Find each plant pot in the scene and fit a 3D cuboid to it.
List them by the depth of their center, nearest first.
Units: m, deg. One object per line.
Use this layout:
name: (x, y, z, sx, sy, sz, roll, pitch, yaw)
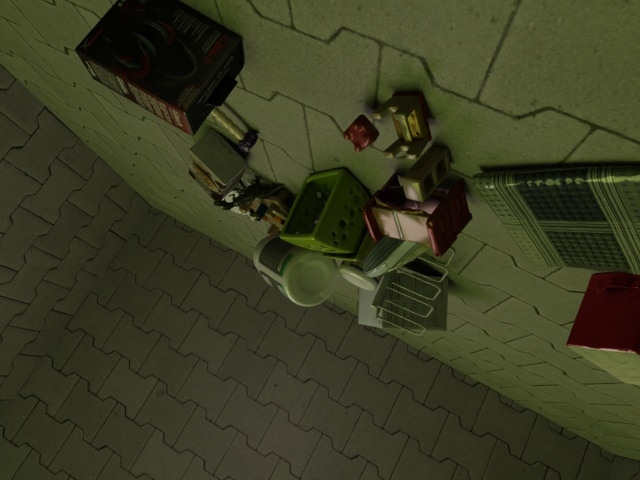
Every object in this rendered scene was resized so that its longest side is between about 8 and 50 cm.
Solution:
plant pot: (0.042, -0.060, 1.347, 0.207, 0.228, 0.227, 31, 166, -28)

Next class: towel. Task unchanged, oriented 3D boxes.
towel: (0.509, -0.038, 0.879, 0.324, 0.056, 0.312, 42, 158, -32)

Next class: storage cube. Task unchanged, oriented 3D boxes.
storage cube: (0.703, 0.195, 0.970, 0.215, 0.193, 0.183, 31, 165, -8)

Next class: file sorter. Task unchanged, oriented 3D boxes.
file sorter: (0.293, 0.136, 1.408, 0.173, 0.277, 0.193, 22, 164, 13)

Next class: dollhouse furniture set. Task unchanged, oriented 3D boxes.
dollhouse furniture set: (0.185, -0.156, 0.976, 0.201, 0.152, 0.374, 17, 143, 43)

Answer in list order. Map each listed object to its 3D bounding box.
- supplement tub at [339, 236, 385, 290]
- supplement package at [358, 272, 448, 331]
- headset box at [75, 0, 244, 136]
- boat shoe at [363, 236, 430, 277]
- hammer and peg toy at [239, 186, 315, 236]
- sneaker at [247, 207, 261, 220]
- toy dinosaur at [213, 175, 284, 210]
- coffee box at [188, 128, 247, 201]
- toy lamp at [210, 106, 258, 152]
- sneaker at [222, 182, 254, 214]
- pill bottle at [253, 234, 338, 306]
supplement tub: (0.167, 0.054, 1.509, 0.144, 0.199, 0.144, 28, 166, 8)
supplement package: (0.303, 0.224, 1.639, 0.263, 0.198, 0.199, 6, 172, -19)
headset box: (-0.323, -0.386, 0.961, 0.293, 0.218, 0.110, 31, 165, 1)
boat shoe: (0.239, 0.024, 1.251, 0.094, 0.109, 0.302, 28, 133, -21)
hammer and peg toy: (-0.141, -0.100, 1.739, 0.361, 0.127, 0.266, 13, 156, 47)
sneaker: (-0.246, -0.097, 1.660, 0.035, 0.031, 0.083, 13, 163, 14)
toy dinosaur: (-0.267, -0.180, 1.671, 0.118, 0.268, 0.064, -108, -2, -52)
coffee box: (-0.382, -0.262, 1.620, 0.168, 0.119, 0.297, 45, 163, -6)
toy lamp: (-0.296, -0.366, 1.261, 0.080, 0.080, 0.275, 12, 160, 49)
sneaker: (-0.369, -0.206, 1.885, 0.118, 0.110, 0.292, 4, 152, 41)
pill bottle: (-0.105, 0.091, 1.605, 0.204, 0.204, 0.361, 39, 172, -29)
